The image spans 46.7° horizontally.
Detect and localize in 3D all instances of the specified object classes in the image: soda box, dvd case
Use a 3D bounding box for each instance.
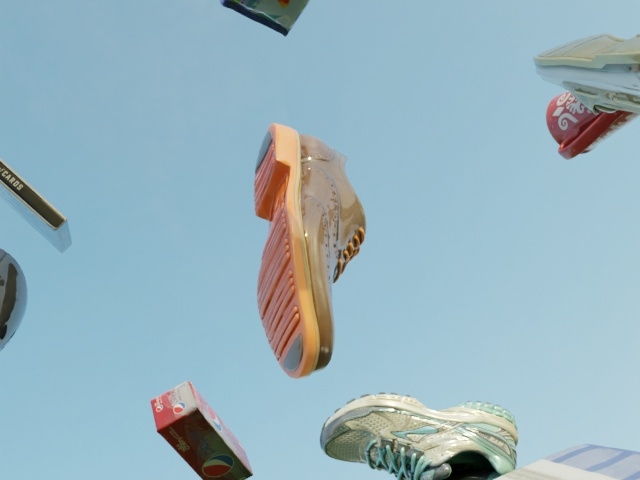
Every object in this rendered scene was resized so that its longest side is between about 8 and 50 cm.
[{"bbox_3d":[-0.236,0.401,1.493,0.092,0.083,0.263,-29,-51,-2],"label":"soda box"},{"bbox_3d":[-0.486,-0.084,1.151,0.238,0.179,0.029,43,-109,-4],"label":"dvd case"}]

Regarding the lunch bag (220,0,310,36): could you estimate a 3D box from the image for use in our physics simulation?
[{"bbox_3d":[-0.048,-0.295,0.694,0.096,0.151,0.129,18,-51,-38],"label":"lunch bag"}]

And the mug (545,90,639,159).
[{"bbox_3d":[0.468,-0.208,1.220,0.113,0.150,0.169,11,-18,-16],"label":"mug"}]

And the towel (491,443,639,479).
[{"bbox_3d":[0.185,0.249,0.654,0.284,0.209,0.034,-16,-93,-19],"label":"towel"}]

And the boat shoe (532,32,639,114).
[{"bbox_3d":[0.404,-0.233,1.066,0.113,0.302,0.103,-24,-71,-4],"label":"boat shoe"}]

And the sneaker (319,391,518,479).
[{"bbox_3d":[0.137,0.290,1.034,0.282,0.122,0.110,-2,-55,7],"label":"sneaker"}]

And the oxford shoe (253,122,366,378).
[{"bbox_3d":[0.000,0.000,0.878,0.132,0.364,0.130,11,-42,-18],"label":"oxford shoe"}]

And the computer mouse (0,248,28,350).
[{"bbox_3d":[-0.307,0.112,0.491,0.262,0.060,0.184,-17,-65,-44],"label":"computer mouse"}]
